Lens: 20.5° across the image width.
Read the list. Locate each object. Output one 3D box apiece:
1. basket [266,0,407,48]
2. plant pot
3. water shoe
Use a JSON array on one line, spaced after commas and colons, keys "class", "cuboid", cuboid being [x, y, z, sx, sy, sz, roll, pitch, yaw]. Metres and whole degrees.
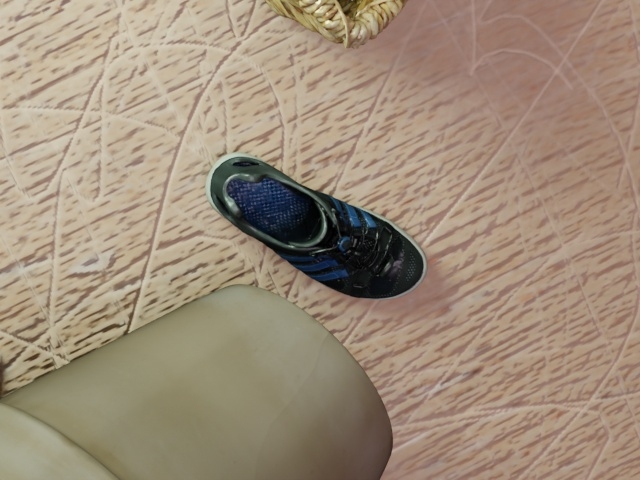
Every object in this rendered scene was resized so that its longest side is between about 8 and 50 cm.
[{"class": "basket", "cuboid": [-0.020, -0.313, 1.255, 0.213, 0.223, 0.299, -43, 108, 0]}, {"class": "plant pot", "cuboid": [-0.104, 0.191, 1.328, 0.280, 0.323, 0.323, -42, 112, -28]}, {"class": "water shoe", "cuboid": [0.000, 0.000, 1.412, 0.203, 0.080, 0.073, 25, 97, -18]}]
